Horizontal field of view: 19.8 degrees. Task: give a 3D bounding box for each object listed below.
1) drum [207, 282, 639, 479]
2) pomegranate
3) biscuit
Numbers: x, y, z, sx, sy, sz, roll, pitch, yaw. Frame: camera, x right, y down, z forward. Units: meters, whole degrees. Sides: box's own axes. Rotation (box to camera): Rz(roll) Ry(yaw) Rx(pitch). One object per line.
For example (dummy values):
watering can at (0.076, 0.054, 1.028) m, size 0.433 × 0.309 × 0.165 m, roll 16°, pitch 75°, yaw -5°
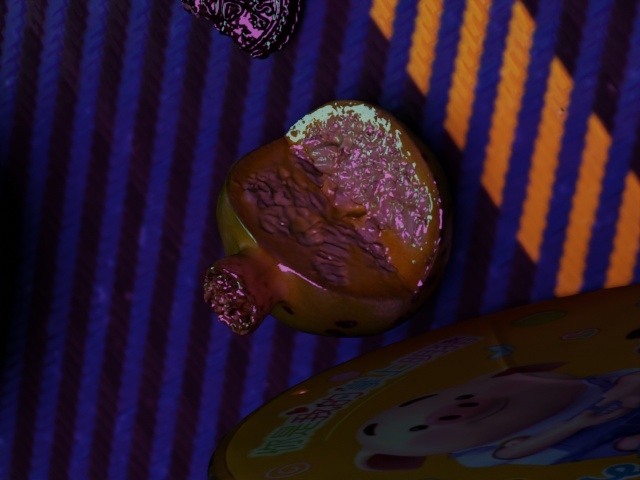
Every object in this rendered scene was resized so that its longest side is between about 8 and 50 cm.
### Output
drum at (0.166, 0.165, 0.944) m, size 0.431 × 0.431 × 0.214 m, roll -10°, pitch 98°, yaw 20°
pomegranate at (0.001, 0.004, 1.114) m, size 0.143 × 0.122 × 0.169 m, roll 38°, pitch 71°, yaw 13°
biscuit at (-0.053, -0.156, 1.155) m, size 0.087 × 0.027 × 0.089 m, roll -10°, pitch 98°, yaw 20°
